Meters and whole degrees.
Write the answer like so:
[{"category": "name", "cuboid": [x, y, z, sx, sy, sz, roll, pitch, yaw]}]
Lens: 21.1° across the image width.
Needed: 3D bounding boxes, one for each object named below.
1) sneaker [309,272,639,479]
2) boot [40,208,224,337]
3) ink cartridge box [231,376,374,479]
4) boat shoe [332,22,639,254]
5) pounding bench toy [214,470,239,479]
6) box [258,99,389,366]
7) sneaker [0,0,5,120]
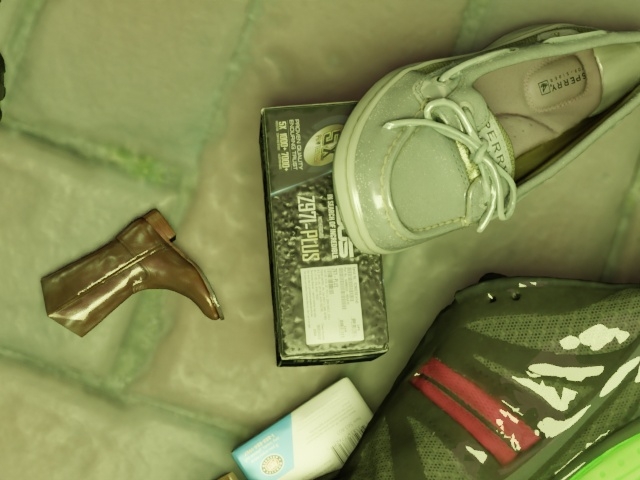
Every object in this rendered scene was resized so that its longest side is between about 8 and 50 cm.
[{"category": "sneaker", "cuboid": [0.121, 0.135, 1.191, 0.483, 0.185, 0.202, -23, 63, -2]}, {"category": "boot", "cuboid": [-0.144, 0.046, 1.298, 0.114, 0.037, 0.106, -35, 74, -10]}, {"category": "ink cartridge box", "cuboid": [0.025, 0.204, 1.280, 0.104, 0.061, 0.181, -33, 87, -6]}, {"category": "boat shoe", "cuboid": [0.130, -0.083, 1.223, 0.320, 0.103, 0.118, -28, 106, -43]}, {"category": "pounding bench toy", "cuboid": [-0.087, 0.216, 1.279, 0.065, 0.083, 0.052, -35, 89, -39]}, {"category": "box", "cuboid": [0.000, 0.000, 1.259, 0.078, 0.147, 0.180, -4, 83, -4]}, {"category": "sneaker", "cuboid": [-0.297, -0.150, 1.288, 0.108, 0.100, 0.271, 2, 80, 10]}]
